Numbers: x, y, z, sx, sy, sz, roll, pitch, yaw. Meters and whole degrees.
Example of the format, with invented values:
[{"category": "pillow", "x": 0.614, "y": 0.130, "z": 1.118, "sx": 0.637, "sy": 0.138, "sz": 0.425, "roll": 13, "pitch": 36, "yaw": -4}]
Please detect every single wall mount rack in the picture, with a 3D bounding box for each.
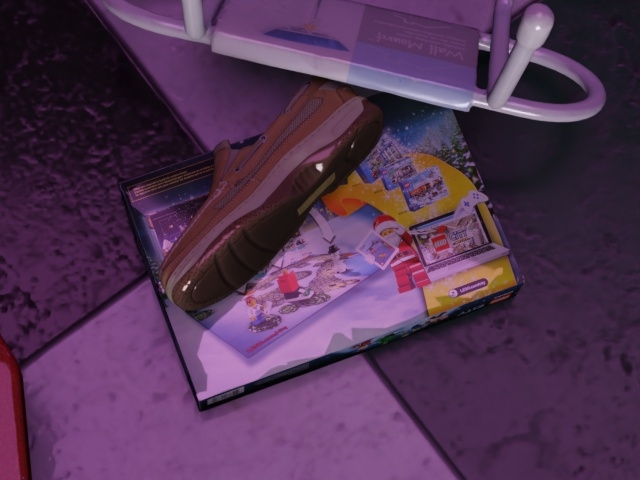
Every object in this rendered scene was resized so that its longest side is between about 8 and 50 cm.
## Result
[{"category": "wall mount rack", "x": 0.026, "y": -0.158, "z": 1.124, "sx": 0.350, "sy": 0.304, "sz": 0.131, "roll": 12, "pitch": 117, "yaw": 0}]

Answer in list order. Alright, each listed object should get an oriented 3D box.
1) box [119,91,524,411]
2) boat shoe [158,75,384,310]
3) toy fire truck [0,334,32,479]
[{"category": "box", "x": 0.000, "y": 0.000, "z": 1.196, "sx": 0.233, "sy": 0.044, "sz": 0.159, "roll": -19, "pitch": 76, "yaw": -8}, {"category": "boat shoe", "x": -0.044, "y": -0.035, "z": 1.153, "sx": 0.072, "sy": 0.068, "sz": 0.190, "roll": 38, "pitch": 66, "yaw": 20}, {"category": "toy fire truck", "x": -0.306, "y": 0.165, "z": 1.072, "sx": 0.302, "sy": 0.169, "sz": 0.254, "roll": -32, "pitch": 80, "yaw": -11}]
